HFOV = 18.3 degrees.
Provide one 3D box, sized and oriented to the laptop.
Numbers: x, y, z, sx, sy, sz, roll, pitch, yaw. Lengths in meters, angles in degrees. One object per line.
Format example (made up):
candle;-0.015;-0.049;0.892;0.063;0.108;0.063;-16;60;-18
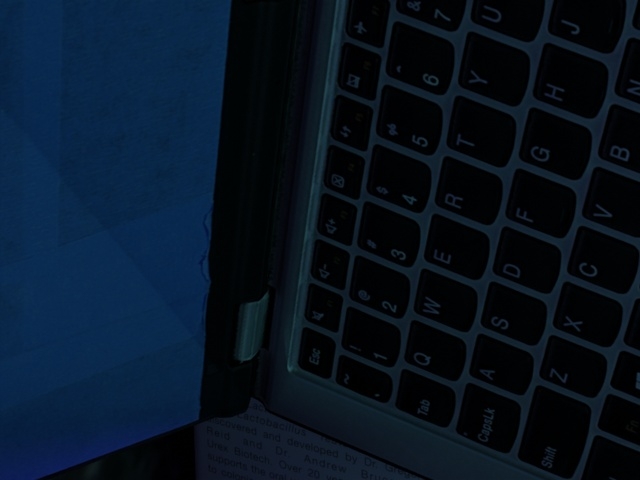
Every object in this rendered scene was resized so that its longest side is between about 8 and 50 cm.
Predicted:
laptop;0.000;0.000;0.494;0.382;0.408;0.236;98;19;-44

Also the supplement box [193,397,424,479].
supplement box;0.024;0.092;0.785;0.111;0.114;0.220;-33;127;-51
